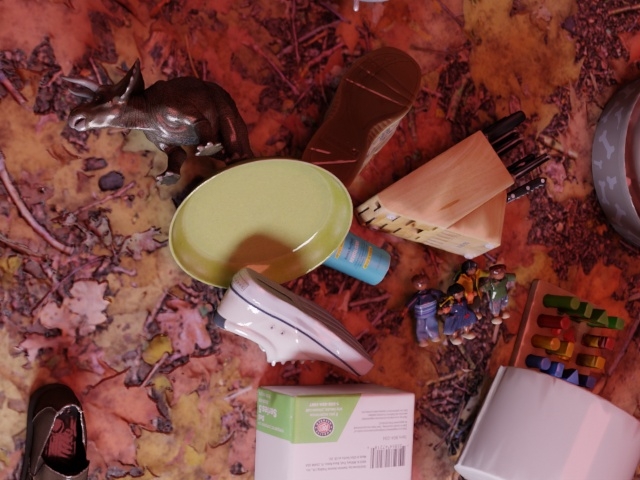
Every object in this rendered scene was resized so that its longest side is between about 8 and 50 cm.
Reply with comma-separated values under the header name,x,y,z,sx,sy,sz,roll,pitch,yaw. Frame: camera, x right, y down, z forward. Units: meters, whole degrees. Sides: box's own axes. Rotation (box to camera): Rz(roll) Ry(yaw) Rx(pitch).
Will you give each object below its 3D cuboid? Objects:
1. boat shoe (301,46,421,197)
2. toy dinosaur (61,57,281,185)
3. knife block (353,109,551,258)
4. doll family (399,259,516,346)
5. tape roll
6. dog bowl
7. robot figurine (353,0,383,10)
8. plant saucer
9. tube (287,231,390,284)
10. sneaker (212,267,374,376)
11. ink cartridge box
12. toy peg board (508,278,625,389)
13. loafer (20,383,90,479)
name,x,y,z,sx,sy,sz,roll,pitch,yaw
boat shoe,0.046,-0.161,1.484,0.104,0.089,0.285,37,61,1
toy dinosaur,-0.155,-0.154,1.340,0.313,0.121,0.160,-3,63,-42
knife block,0.203,-0.108,1.567,0.275,0.088,0.242,16,70,-18
doll family,0.207,0.085,1.583,0.193,0.076,0.111,-26,123,-32
tape roll,0.343,0.316,1.570,0.246,0.246,0.169,34,74,-26
dog bowl,0.608,-0.135,1.801,0.349,0.102,0.349,0,90,-30
robot figurine,0.100,-0.469,1.443,0.300,0.200,0.353,33,70,14
plant saucer,-0.079,-0.028,1.365,0.241,0.241,0.037,12,41,-30
tube,0.000,0.000,1.483,0.207,0.052,0.080,25,65,-22
sneaker,-0.039,0.129,1.447,0.258,0.094,0.091,34,102,-29
ink cartridge box,0.017,0.340,1.453,0.198,0.115,0.273,4,88,-30
toy peg board,0.405,0.164,1.699,0.161,0.079,0.161,23,79,-28
loafer,-0.320,0.287,1.276,0.080,0.078,0.220,-4,92,-30
